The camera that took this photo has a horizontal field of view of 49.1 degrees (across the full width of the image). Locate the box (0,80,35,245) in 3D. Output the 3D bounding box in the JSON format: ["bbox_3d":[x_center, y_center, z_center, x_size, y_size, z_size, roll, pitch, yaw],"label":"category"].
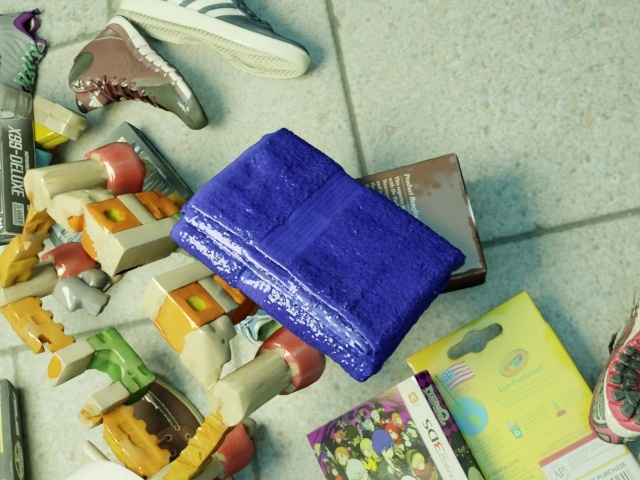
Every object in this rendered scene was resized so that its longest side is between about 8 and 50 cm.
[{"bbox_3d":[-0.607,-0.099,1.131,0.307,0.076,0.243,-11,79,18],"label":"box"}]

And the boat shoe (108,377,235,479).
[{"bbox_3d":[-0.222,0.337,1.042,0.123,0.123,0.342,-39,74,3],"label":"boat shoe"}]

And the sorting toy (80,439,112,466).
[{"bbox_3d":[-0.291,0.407,1.020,0.193,0.208,0.038,37,44,16],"label":"sorting toy"}]

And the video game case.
[{"bbox_3d":[0.105,0.318,0.958,0.232,0.042,0.210,-38,71,37],"label":"video game case"}]

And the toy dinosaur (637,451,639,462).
[{"bbox_3d":[0.537,0.322,0.882,0.200,0.127,0.296,-25,94,18],"label":"toy dinosaur"}]

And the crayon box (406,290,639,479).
[{"bbox_3d":[0.284,0.256,0.966,0.202,0.081,0.319,-30,75,6],"label":"crayon box"}]

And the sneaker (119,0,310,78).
[{"bbox_3d":[-0.160,-0.386,1.162,0.350,0.131,0.148,24,81,12],"label":"sneaker"}]

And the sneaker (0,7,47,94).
[{"bbox_3d":[-0.540,-0.319,1.259,0.098,0.083,0.224,-14,76,5],"label":"sneaker"}]

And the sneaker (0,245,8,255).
[{"bbox_3d":[-0.572,0.016,1.197,0.094,0.091,0.258,32,88,16],"label":"sneaker"}]

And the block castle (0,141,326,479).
[{"bbox_3d":[-0.229,0.103,0.975,0.453,0.213,0.303,45,123,14],"label":"block castle"}]

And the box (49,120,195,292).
[{"bbox_3d":[-0.346,-0.056,1.176,0.232,0.059,0.183,-44,74,3],"label":"box"}]

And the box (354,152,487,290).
[{"bbox_3d":[0.119,-0.002,1.006,0.203,0.167,0.169,-13,77,10],"label":"box"}]

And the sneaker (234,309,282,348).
[{"bbox_3d":[-0.100,0.113,1.079,0.211,0.081,0.080,30,89,17],"label":"sneaker"}]

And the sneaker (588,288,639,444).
[{"bbox_3d":[0.434,0.134,0.912,0.121,0.112,0.299,39,60,17],"label":"sneaker"}]

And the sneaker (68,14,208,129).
[{"bbox_3d":[-0.318,-0.243,1.174,0.162,0.106,0.281,-39,64,-8],"label":"sneaker"}]

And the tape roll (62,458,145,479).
[{"bbox_3d":[-0.266,0.438,0.929,0.286,0.100,0.286,17,122,30],"label":"tape roll"}]

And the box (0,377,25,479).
[{"bbox_3d":[-0.610,0.429,1.040,0.318,0.097,0.395,-9,69,-14],"label":"box"}]

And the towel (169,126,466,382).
[{"bbox_3d":[0.000,0.000,0.861,0.308,0.076,0.228,36,63,12],"label":"towel"}]

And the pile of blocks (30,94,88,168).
[{"bbox_3d":[-0.538,-0.136,1.212,0.362,0.112,0.149,-13,79,19],"label":"pile of blocks"}]
